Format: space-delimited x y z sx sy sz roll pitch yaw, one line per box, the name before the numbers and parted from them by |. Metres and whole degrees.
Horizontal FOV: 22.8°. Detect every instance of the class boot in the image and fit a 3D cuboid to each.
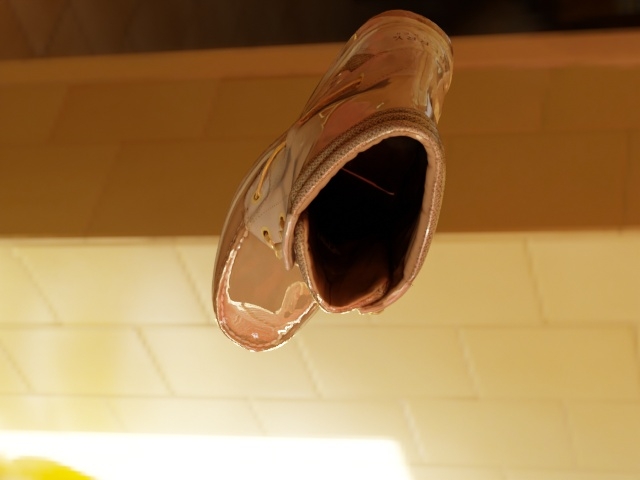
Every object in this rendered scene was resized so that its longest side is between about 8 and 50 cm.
boot | 0.000 0.000 0.985 0.262 0.095 0.203 -55 -167 24
